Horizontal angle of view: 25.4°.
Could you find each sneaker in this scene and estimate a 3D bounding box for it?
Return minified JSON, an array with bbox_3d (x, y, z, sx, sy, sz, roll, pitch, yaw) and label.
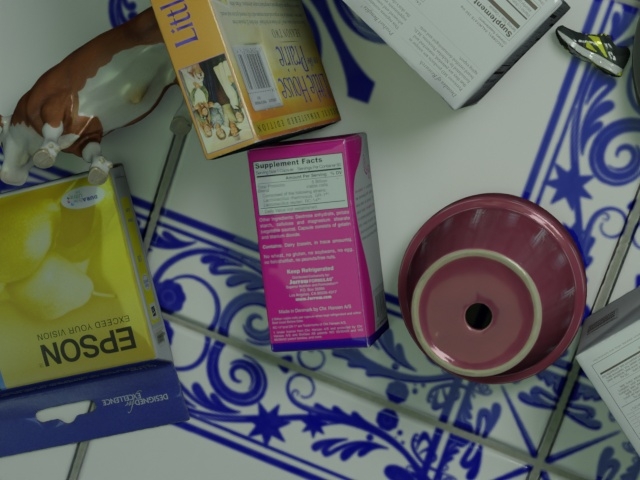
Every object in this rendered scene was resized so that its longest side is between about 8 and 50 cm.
[{"bbox_3d":[0.283,-0.202,1.474,0.083,0.031,0.035,33,90,3],"label":"sneaker"}]

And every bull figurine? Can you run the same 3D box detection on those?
[{"bbox_3d":[-0.236,-0.151,1.532,0.310,0.188,0.101,-37,127,8],"label":"bull figurine"}]

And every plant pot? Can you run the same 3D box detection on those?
[{"bbox_3d":[0.170,0.058,1.456,0.201,0.180,0.201,2,97,13],"label":"plant pot"}]

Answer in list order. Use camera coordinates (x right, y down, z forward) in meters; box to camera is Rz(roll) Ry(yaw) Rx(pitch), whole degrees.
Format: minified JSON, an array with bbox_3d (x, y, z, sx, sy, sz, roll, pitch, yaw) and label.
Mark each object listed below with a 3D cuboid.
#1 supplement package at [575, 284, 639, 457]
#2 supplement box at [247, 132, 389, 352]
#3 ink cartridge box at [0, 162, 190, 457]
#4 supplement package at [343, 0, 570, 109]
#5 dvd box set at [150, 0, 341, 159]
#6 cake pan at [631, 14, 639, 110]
[{"bbox_3d":[0.408,0.155,1.404,0.198,0.199,0.262,-33,90,16],"label":"supplement package"},{"bbox_3d":[0.000,0.000,1.523,0.114,0.111,0.220,-4,96,14],"label":"supplement box"},{"bbox_3d":[-0.333,0.094,1.638,0.304,0.072,0.307,-13,92,14],"label":"ink cartridge box"},{"bbox_3d":[0.102,-0.271,1.413,0.262,0.204,0.145,45,104,4],"label":"supplement package"},{"bbox_3d":[-0.108,-0.297,1.408,0.062,0.307,0.420,-18,94,18],"label":"dvd box set"},{"bbox_3d":[0.432,-0.183,1.373,0.293,0.054,0.293,0,90,34],"label":"cake pan"}]
